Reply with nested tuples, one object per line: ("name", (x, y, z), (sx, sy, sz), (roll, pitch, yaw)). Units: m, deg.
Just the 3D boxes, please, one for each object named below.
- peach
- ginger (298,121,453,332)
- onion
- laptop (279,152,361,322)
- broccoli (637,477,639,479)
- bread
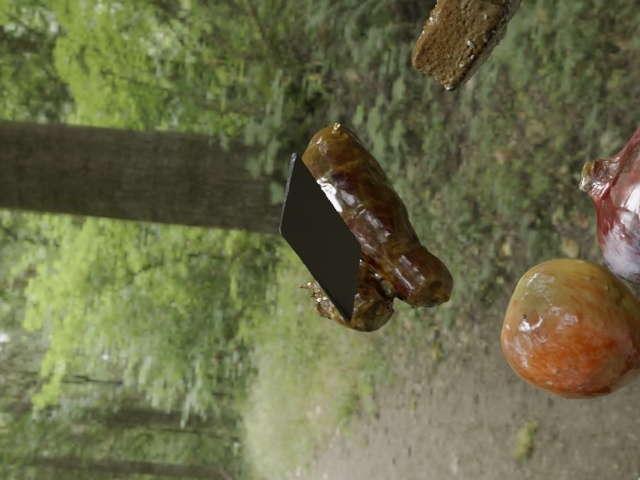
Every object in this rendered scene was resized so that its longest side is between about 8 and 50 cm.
("peach", (0.376, 0.124, 1.372), (0.232, 0.233, 0.232), (-174, 90, -84))
("ginger", (0.049, -0.017, 1.721), (0.176, 0.254, 0.418), (37, -155, -62))
("onion", (0.343, -0.058, 0.968), (0.098, 0.151, 0.205), (66, -137, -79))
("laptop", (0.000, 0.000, 1.220), (0.197, 0.016, 0.135), (54, -147, -40))
("broccoli", (0.489, 0.437, 1.444), (0.194, 0.194, 0.219), (-96, -5, -61))
("bread", (0.278, -0.413, 1.554), (0.416, 0.113, 0.165), (-57, -1, -43))
